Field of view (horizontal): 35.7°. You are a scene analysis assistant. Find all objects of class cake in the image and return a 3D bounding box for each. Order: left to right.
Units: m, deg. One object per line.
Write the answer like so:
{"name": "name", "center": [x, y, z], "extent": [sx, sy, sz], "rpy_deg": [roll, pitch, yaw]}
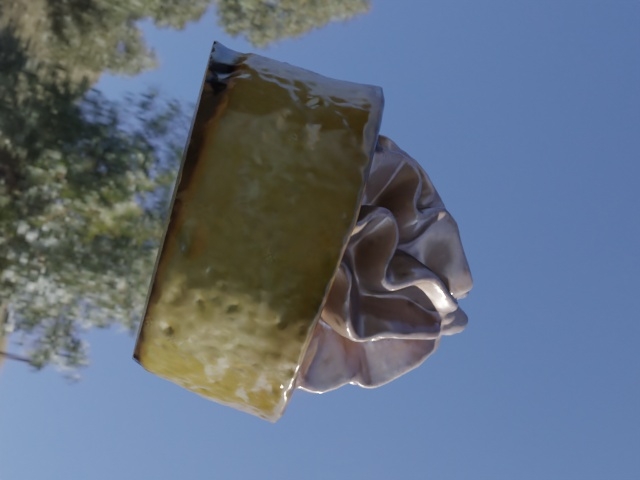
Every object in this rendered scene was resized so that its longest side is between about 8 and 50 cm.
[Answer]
{"name": "cake", "center": [0.000, 0.000, 0.556], "extent": [0.207, 0.178, 0.185], "rpy_deg": [-90, -164, -47]}
